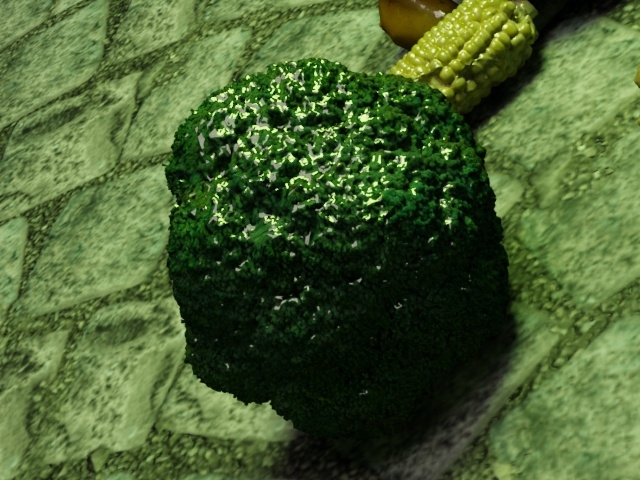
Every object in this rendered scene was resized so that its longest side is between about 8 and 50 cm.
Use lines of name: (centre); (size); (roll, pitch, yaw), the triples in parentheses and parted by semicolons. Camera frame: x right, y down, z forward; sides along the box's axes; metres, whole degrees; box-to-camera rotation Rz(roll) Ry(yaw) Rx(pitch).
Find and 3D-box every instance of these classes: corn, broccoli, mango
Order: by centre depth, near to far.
broccoli: (0.000, 0.000, 1.356); (0.297, 0.297, 0.297); (-48, 12, -16)
corn: (0.087, -0.122, 1.573); (0.288, 0.086, 0.086); (-44, 32, -6)
mango: (0.100, -0.212, 1.681); (0.063, 0.077, 0.127); (-47, 39, -10)

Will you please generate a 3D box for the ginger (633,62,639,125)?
ginger: (0.293, -0.084, 1.327); (0.089, 0.075, 0.288); (-8, 31, 4)
